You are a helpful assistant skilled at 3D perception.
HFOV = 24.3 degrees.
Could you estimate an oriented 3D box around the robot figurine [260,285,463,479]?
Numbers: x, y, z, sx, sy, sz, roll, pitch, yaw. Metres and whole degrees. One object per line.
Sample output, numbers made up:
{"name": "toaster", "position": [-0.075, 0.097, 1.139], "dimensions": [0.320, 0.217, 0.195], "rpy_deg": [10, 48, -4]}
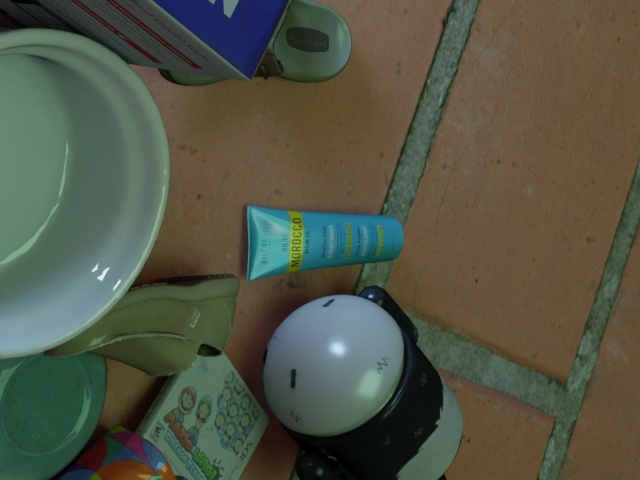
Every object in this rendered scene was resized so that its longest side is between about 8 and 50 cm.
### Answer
{"name": "robot figurine", "position": [0.049, 0.181, 1.645], "dimensions": [0.173, 0.209, 0.278], "rpy_deg": [-33, 131, 7]}

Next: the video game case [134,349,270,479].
{"name": "video game case", "position": [-0.120, 0.196, 1.558], "dimensions": [0.143, 0.019, 0.157], "rpy_deg": [-60, 136, -33]}

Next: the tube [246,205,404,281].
{"name": "tube", "position": [0.000, 0.000, 1.643], "dimensions": [0.207, 0.052, 0.080], "rpy_deg": [-3, 92, -40]}

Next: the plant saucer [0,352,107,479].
{"name": "plant saucer", "position": [-0.267, 0.150, 1.400], "dimensions": [0.195, 0.037, 0.195], "rpy_deg": [-14, 110, -44]}

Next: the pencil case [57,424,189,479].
{"name": "pencil case", "position": [-0.234, 0.283, 1.424], "dimensions": [0.236, 0.104, 0.104], "rpy_deg": [-42, 127, -30]}

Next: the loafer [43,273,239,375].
{"name": "loafer", "position": [-0.163, 0.086, 1.418], "dimensions": [0.268, 0.102, 0.092], "rpy_deg": [-9, 91, -55]}

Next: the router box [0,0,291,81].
{"name": "router box", "position": [-0.236, -0.250, 1.145], "dimensions": [0.335, 0.301, 0.082], "rpy_deg": [36, 73, -45]}

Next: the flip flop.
{"name": "flip flop", "position": [-0.055, -0.204, 1.506], "dimensions": [0.277, 0.080, 0.112], "rpy_deg": [0, 99, -47]}

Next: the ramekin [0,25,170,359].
{"name": "ramekin", "position": [-0.276, -0.051, 1.252], "dimensions": [0.277, 0.135, 0.277], "rpy_deg": [-17, 116, -38]}
